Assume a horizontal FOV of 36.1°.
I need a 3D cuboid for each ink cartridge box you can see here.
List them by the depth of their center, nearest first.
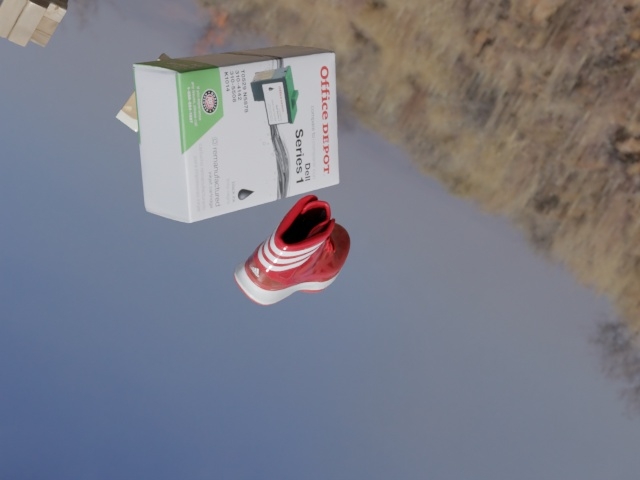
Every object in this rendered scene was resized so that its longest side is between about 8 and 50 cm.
[{"bbox_3d":[-0.085,-0.124,1.076,0.219,0.160,0.092,-18,-157,-40],"label":"ink cartridge box"}]

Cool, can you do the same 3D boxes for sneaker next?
[{"bbox_3d":[0.000,0.000,1.196,0.087,0.128,0.221,47,-147,6],"label":"sneaker"}]

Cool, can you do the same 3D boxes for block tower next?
[{"bbox_3d":[-0.445,-0.451,1.564,0.090,0.097,0.336,23,-134,-28],"label":"block tower"}]

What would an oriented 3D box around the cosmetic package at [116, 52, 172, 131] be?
[{"bbox_3d":[-0.261,-0.227,1.506,0.041,0.115,0.060,36,-166,-12],"label":"cosmetic package"}]
